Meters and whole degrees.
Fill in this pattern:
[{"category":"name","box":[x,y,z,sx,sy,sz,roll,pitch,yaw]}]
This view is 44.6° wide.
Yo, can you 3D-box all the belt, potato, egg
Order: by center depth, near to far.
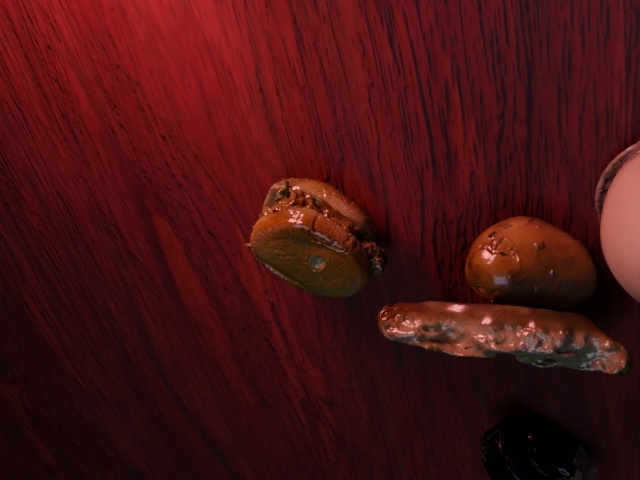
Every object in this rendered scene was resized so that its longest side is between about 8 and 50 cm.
[{"category":"egg","box":[0.459,0.023,0.930,0.264,0.174,0.286,-13,125,42]},{"category":"potato","box":[0.289,0.034,1.079,0.176,0.137,0.137,12,138,-8]},{"category":"belt","box":[0.374,0.385,1.334,0.198,0.151,0.078,30,137,-1]}]

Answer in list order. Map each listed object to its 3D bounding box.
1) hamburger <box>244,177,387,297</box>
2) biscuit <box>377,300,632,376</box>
[{"category":"hamburger","box":[0.000,0.000,1.217,0.215,0.122,0.189,30,144,-3]},{"category":"biscuit","box":[0.246,0.132,1.105,0.335,0.078,0.329,10,174,-17]}]
